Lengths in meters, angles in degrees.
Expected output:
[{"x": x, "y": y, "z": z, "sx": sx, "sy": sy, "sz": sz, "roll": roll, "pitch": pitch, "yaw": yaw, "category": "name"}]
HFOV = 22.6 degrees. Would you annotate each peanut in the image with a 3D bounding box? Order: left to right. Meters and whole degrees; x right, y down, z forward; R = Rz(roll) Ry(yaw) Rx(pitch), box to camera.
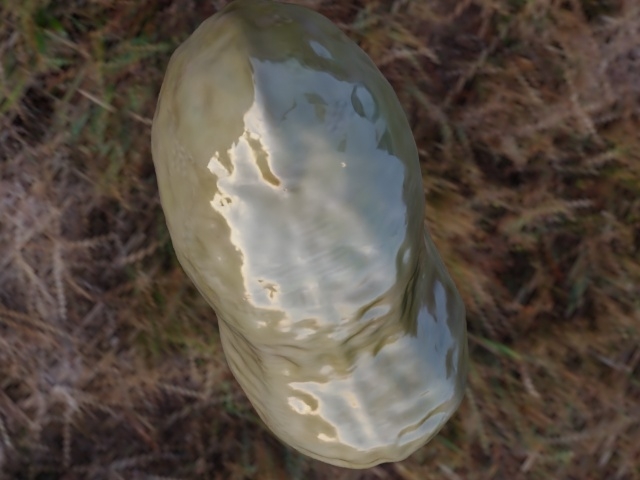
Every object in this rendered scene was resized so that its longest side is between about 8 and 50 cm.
[{"x": 0.000, "y": 0.000, "z": 0.683, "sx": 0.111, "sy": 0.125, "sz": 0.274, "roll": -12, "pitch": 144, "yaw": 3, "category": "peanut"}]
